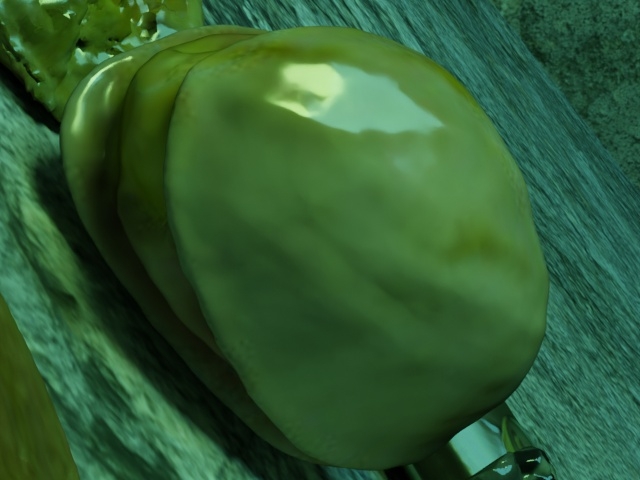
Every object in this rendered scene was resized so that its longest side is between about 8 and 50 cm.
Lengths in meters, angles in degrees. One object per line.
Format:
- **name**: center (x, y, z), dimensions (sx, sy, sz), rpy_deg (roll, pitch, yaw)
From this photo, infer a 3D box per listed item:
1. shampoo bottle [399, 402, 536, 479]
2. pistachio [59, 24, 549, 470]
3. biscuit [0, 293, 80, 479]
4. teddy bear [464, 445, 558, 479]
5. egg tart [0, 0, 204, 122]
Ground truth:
- **shampoo bottle**: center (0.078, 0.114, 1.310), dimensions (0.350, 0.084, 0.125), rpy_deg (57, 17, 11)
- **pistachio**: center (0.000, 0.000, 1.089), dimensions (0.309, 0.230, 0.230), rpy_deg (39, 21, -35)
- **biscuit**: center (-0.175, 0.054, 0.599), dimensions (0.385, 0.062, 0.365), rpy_deg (16, 54, -78)
- **teddy bear**: center (0.144, 0.236, 1.146), dimensions (0.251, 0.144, 0.171), rpy_deg (57, 0, -3)
- **egg tart**: center (-0.151, -0.191, 1.199), dimensions (0.297, 0.132, 0.297), rpy_deg (50, 21, -27)
